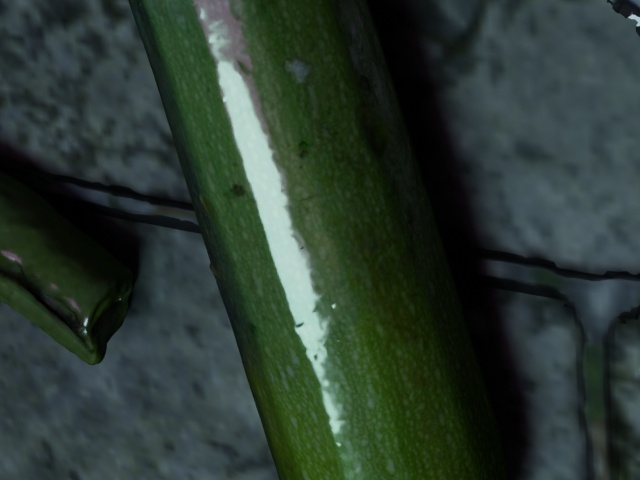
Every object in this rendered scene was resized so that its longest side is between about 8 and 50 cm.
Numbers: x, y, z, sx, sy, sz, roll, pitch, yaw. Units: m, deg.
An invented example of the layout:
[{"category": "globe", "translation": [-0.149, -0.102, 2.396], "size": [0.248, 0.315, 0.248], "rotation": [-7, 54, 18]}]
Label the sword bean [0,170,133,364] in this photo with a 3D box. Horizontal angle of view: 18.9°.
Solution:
[{"category": "sword bean", "translation": [-0.174, -0.036, 0.624], "size": [0.269, 0.038, 0.043], "rotation": [26, 103, 18]}]

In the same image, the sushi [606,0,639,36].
[{"category": "sushi", "translation": [0.115, -0.105, 0.394], "size": [0.139, 0.031, 0.201], "rotation": [44, 132, 3]}]

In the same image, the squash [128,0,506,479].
[{"category": "squash", "translation": [0.000, 0.000, 0.513], "size": [0.066, 0.066, 0.228], "rotation": [-4, 113, 35]}]
